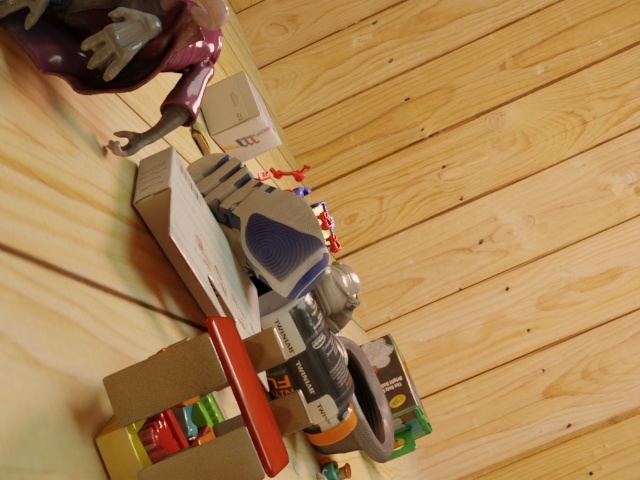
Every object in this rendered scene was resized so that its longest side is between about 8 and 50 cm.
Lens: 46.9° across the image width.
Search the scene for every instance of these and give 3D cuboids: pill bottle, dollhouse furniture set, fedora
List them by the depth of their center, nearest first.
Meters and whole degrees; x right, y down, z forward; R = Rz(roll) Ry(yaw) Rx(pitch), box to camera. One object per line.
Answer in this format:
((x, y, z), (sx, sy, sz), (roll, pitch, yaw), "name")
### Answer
((-0.046, 0.189, 0.670), (0.262, 0.135, 0.259), (35, 32, -80), "dollhouse furniture set")
((-0.028, 0.203, 1.173), (0.130, 0.130, 0.246), (-95, 160, -75), "pill bottle")
((0.037, 0.311, 1.381), (0.244, 0.124, 0.275), (65, 10, -1), "fedora")
((-0.204, -0.183, 1.507), (0.076, 0.058, 0.152), (-107, 171, -57), "dollhouse furniture set")

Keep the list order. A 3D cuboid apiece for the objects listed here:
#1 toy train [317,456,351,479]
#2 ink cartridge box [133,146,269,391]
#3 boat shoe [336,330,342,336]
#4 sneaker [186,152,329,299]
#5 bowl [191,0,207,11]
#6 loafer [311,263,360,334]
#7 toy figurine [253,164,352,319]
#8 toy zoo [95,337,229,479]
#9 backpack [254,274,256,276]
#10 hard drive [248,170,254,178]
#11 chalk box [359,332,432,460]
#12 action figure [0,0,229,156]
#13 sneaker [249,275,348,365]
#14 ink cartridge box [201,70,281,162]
((0.049, 0.456, 1.285), (0.125, 0.046, 0.166), (-85, 151, -80), "toy train")
((-0.157, 0.044, 0.980), (0.239, 0.060, 0.275), (-104, 169, -57), "ink cartridge box")
((0.001, 0.210, 1.736), (0.084, 0.095, 0.258), (-106, -178, -82), "boat shoe")
((-0.090, -0.003, 1.196), (0.315, 0.127, 0.182), (41, -18, 38), "sneaker")
((-0.221, -0.387, 1.055), (0.289, 0.289, 0.156), (34, 38, -80), "bowl")
((0.013, 0.083, 1.334), (0.112, 0.111, 0.319), (39, -10, 16), "loafer")
((0.000, 0.000, 1.631), (0.217, 0.191, 0.363), (-24, 96, -59), "toy figurine")
((-0.123, 0.220, 0.687), (0.293, 0.030, 0.192), (-79, 145, -82), "toy zoo")
((-0.078, 0.041, 1.477), (0.182, 0.115, 0.152), (64, 8, 2), "backpack")
((-0.171, -0.127, 1.787), (0.135, 0.022, 0.094), (6, 60, -84), "hard drive")
((0.162, 0.421, 1.868), (0.179, 0.180, 0.289), (59, 10, -51), "chalk box")
((-0.202, -0.263, 0.865), (0.248, 0.275, 0.370), (60, 19, 1), "action figure")
((-0.053, 0.152, 1.276), (0.222, 0.083, 0.118), (38, -4, 33), "sneaker")
((-0.189, -0.284, 1.724), (0.176, 0.127, 0.128), (53, 14, -69), "ink cartridge box")
